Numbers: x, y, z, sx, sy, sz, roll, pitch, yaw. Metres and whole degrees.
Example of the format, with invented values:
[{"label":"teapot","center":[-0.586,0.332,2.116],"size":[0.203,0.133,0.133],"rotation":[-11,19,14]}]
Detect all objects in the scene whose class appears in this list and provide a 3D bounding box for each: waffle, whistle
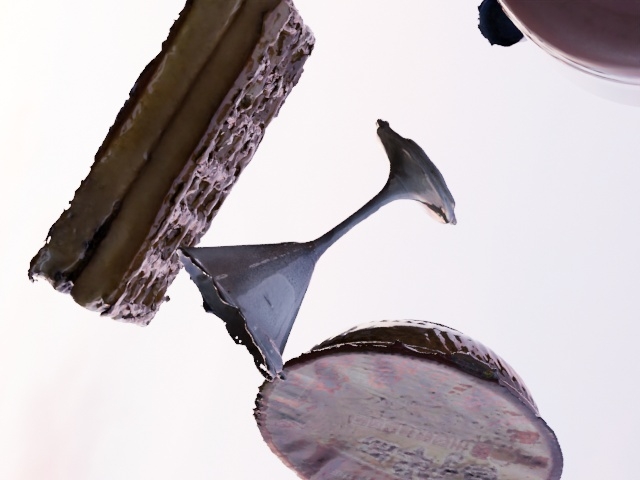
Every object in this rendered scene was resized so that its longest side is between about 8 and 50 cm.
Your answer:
[{"label":"waffle","center":[-0.119,-0.075,1.599],"size":[0.308,0.091,0.213],"rotation":[-60,174,-1]},{"label":"whistle","center":[0.262,-0.268,2.104],"size":[0.062,0.304,0.062],"rotation":[9,-72,28]}]

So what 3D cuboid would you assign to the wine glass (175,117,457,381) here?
[{"label":"wine glass","center":[0.000,0.000,1.339],"size":[0.183,0.122,0.122],"rotation":[-38,-159,-11]}]

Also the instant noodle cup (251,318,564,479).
[{"label":"instant noodle cup","center":[0.081,0.140,1.638],"size":[0.274,0.274,0.090],"rotation":[-47,-159,49]}]

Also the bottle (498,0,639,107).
[{"label":"bottle","center":[0.186,-0.169,0.987],"size":[0.297,0.173,0.206],"rotation":[10,102,-78]}]
